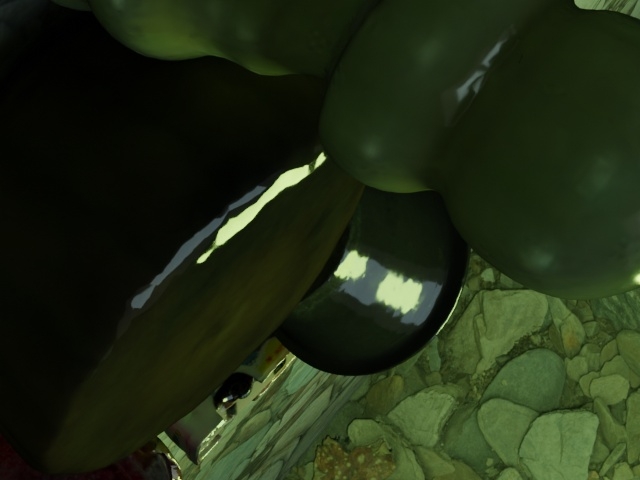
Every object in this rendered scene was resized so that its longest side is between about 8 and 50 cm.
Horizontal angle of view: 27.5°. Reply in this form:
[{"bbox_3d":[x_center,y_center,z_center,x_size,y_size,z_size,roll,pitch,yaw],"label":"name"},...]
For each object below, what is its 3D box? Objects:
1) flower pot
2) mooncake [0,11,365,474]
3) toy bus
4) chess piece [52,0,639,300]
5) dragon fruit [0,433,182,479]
[{"bbox_3d":[0.000,0.000,1.168,0.235,0.235,0.148,-53,149,13],"label":"flower pot"},{"bbox_3d":[-0.107,-0.009,0.769,0.290,0.161,0.290,-46,167,-13],"label":"mooncake"},{"bbox_3d":[-0.073,0.104,1.387,0.274,0.112,0.090,-46,168,-23],"label":"toy bus"},{"bbox_3d":[0.032,-0.098,0.592,0.182,0.330,0.182,-49,169,-13],"label":"chess piece"},{"bbox_3d":[-0.218,0.240,0.960,0.269,0.250,0.291,-39,180,-28],"label":"dragon fruit"}]
